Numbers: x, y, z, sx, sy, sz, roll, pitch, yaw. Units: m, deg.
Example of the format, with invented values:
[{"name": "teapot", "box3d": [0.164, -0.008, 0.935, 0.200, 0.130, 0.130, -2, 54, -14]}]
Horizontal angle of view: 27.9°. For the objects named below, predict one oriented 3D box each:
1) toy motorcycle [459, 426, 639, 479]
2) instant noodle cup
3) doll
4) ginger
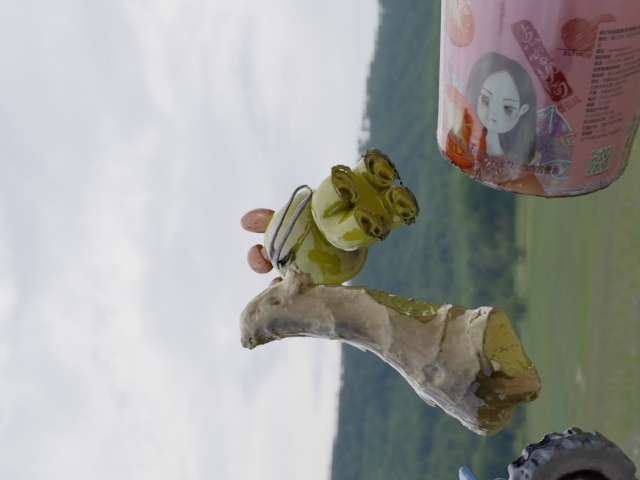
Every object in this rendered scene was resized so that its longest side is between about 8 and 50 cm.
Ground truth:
[{"name": "toy motorcycle", "box3d": [0.193, 0.373, 1.156, 0.172, 0.232, 0.416, -131, 29, -65]}, {"name": "instant noodle cup", "box3d": [0.216, -0.188, 1.208, 0.243, 0.242, 0.231, -73, -11, -53]}, {"name": "doll", "box3d": [0.000, 0.000, 1.343, 0.135, 0.221, 0.143, -32, -93, -47]}, {"name": "ginger", "box3d": [0.064, 0.100, 1.209, 0.086, 0.294, 0.131, -58, -26, -49]}]
